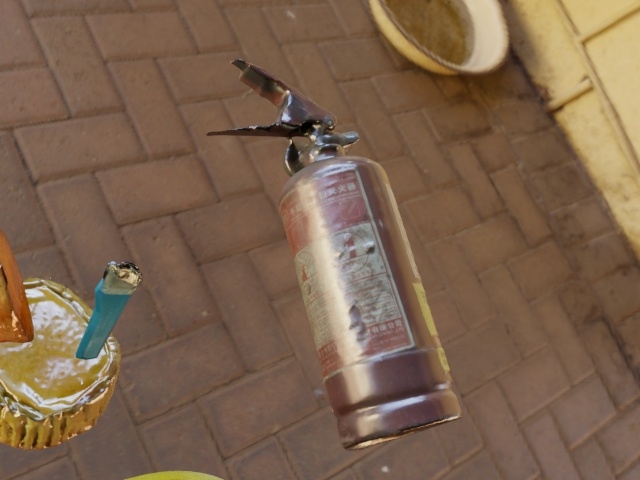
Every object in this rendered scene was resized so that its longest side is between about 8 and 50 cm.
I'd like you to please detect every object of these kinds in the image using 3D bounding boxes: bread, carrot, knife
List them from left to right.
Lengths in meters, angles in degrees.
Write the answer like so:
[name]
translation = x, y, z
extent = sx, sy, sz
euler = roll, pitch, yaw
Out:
[carrot]
translation = -0.494, 0.075, 0.958
extent = 0.225, 0.159, 0.159
euler = -12, 77, -18
[bread]
translation = -0.446, 0.195, 1.211
extent = 0.227, 0.142, 0.253
euler = -31, 74, -38
[knife]
translation = -0.267, 0.092, 0.935
extent = 0.044, 0.296, 0.026
euler = 0, 62, -28

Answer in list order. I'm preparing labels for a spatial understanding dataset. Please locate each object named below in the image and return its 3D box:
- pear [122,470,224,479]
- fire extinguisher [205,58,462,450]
[pear]
translation = -0.147, 0.332, 0.447
extent = 0.362, 0.362, 0.418
euler = 44, 93, -10
[fire extinguisher]
translation = 0.007, -0.003, 0.467
extent = 0.106, 0.075, 0.252
euler = 7, 62, -53
